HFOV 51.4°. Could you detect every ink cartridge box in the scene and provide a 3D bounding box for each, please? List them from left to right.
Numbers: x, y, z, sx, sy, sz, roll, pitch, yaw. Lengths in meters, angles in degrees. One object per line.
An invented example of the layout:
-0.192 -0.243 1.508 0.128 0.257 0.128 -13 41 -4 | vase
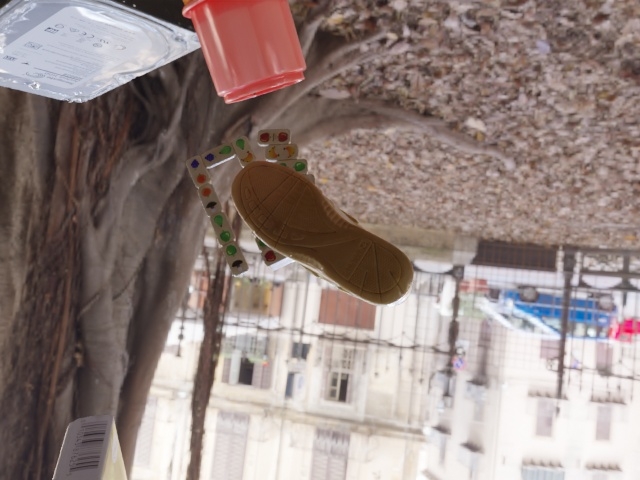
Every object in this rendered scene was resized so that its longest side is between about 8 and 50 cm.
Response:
-0.254 0.418 0.766 0.072 0.307 0.304 -10 -157 -8 | ink cartridge box

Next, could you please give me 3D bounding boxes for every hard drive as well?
-0.337 -0.272 0.883 0.338 0.064 0.236 -8 171 39 | hard drive

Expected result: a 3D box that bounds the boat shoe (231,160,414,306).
0.000 0.000 0.526 0.170 0.063 0.059 38 173 21 | boat shoe

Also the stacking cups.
-0.090 -0.247 0.425 0.096 0.316 0.096 -14 -169 3 | stacking cups

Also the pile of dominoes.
-0.101 -0.076 1.116 0.195 0.251 0.040 -26 162 -1 | pile of dominoes
